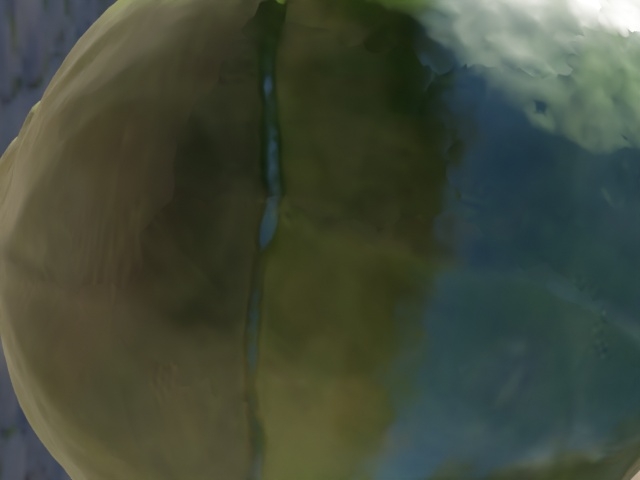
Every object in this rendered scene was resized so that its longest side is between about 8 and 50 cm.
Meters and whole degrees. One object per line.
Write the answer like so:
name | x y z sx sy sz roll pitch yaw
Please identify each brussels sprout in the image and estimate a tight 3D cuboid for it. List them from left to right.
brussels sprout | -0.004 0.003 0.749 0.281 0.355 0.289 3 91 -41
